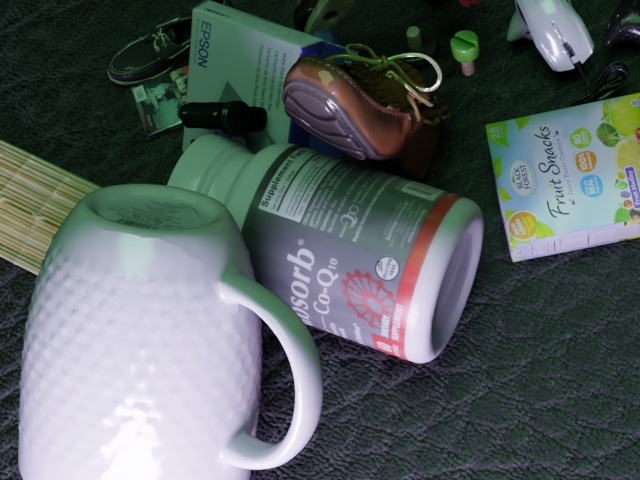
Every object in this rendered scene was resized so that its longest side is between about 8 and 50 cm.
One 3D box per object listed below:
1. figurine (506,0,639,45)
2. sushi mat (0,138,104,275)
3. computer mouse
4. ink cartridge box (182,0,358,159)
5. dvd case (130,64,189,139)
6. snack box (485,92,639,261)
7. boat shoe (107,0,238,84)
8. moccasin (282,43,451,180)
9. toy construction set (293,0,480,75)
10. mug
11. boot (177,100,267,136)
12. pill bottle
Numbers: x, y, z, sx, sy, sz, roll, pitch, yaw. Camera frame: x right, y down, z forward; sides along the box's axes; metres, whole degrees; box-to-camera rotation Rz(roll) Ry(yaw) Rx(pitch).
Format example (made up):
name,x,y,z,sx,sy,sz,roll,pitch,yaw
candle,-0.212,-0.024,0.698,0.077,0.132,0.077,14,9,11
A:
name,x,y,z,sx,sy,sz,roll,pitch,yaw
figurine,0.356,-0.350,1.900,0.215,0.092,0.209,3,72,13
sushi mat,-0.380,-0.031,1.934,0.317,0.019,0.151,25,75,20
computer mouse,0.315,-0.258,1.843,0.106,0.042,0.193,-32,87,15
ink cartridge box,-0.071,-0.177,1.839,0.224,0.223,0.045,21,36,18
dvd case,-0.198,-0.198,1.975,0.119,0.013,0.087,-22,65,0
snack box,0.326,-0.080,1.795,0.207,0.070,0.174,-13,66,7
boat shoe,-0.212,-0.288,1.987,0.206,0.065,0.075,-25,65,-1
moccasin,0.070,-0.168,1.704,0.139,0.380,0.147,31,97,28
toy construction set,0.076,-0.396,1.778,0.258,0.237,0.308,2,60,14
mug,-0.160,0.127,1.596,0.374,0.276,0.328,18,112,29
boot,-0.133,-0.157,1.781,0.099,0.121,0.045,7,97,21
pill bottle,0.000,0.000,1.746,0.363,0.210,0.210,18,72,18
